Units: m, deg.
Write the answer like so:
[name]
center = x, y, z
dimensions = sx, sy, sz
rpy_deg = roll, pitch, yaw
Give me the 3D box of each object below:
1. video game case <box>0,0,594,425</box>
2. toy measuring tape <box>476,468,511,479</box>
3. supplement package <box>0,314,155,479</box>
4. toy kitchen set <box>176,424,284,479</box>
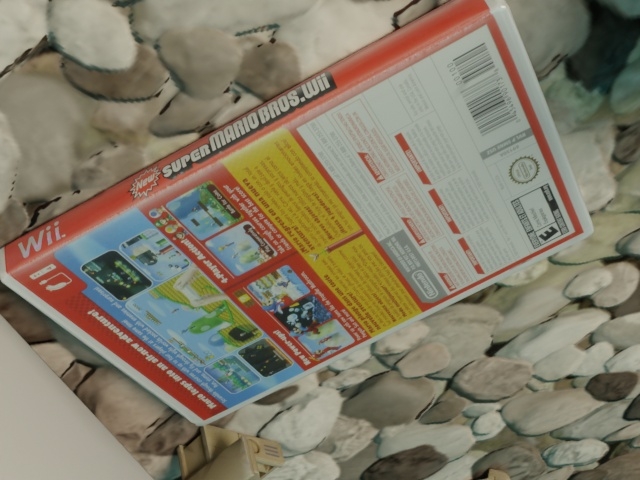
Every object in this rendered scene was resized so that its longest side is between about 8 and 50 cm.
[video game case]
center = 0.000, 0.000, 0.549
dimensions = 0.285, 0.025, 0.204
rpy_deg = -28, 139, 10
[toy measuring tape]
center = 0.031, 0.312, 0.843
dimensions = 0.330, 0.121, 0.121
rpy_deg = -25, 139, 7
[supplement package]
center = -0.184, 0.195, 0.512
dimensions = 0.175, 0.177, 0.293
rpy_deg = -29, 119, 7
[toy kitchen set]
center = -0.046, 0.168, 0.673
dimensions = 0.075, 0.083, 0.068
rpy_deg = 24, 124, -39
